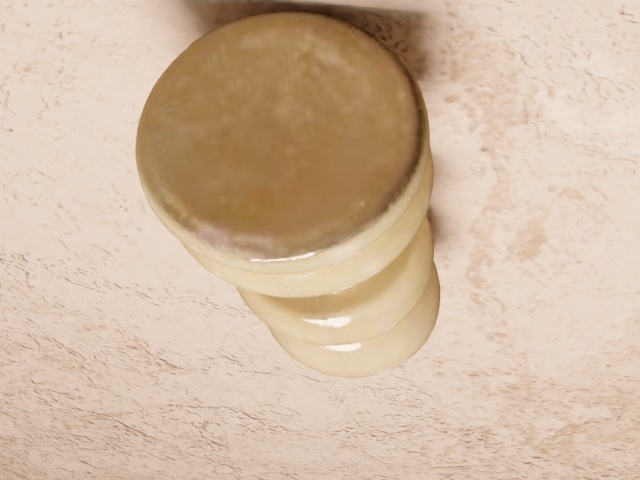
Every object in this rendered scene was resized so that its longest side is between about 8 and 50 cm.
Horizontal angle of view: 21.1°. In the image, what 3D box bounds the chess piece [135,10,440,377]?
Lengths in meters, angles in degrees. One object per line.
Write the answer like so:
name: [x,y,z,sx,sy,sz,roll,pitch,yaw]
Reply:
chess piece: [0.000,0.000,1.079,0.167,0.167,0.299,6,156,13]
